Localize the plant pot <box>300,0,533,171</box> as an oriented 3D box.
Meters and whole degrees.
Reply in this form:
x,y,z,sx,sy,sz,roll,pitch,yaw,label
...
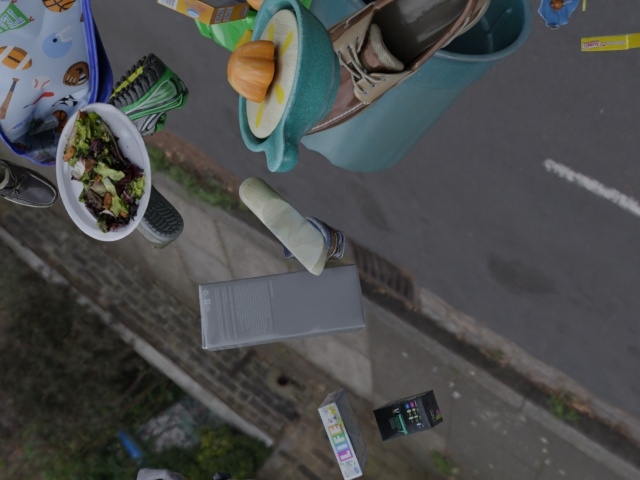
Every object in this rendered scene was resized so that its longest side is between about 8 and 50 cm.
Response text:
x,y,z,sx,sy,sz,roll,pitch,yaw,label
0.105,-0.305,1.346,0.341,0.341,0.334,39,140,5,plant pot

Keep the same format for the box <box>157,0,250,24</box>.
x,y,z,sx,sy,sz,roll,pitch,yaw,label
-0.154,-0.325,1.136,0.081,0.136,0.028,26,113,10,box

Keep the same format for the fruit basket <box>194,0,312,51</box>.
x,y,z,sx,sy,sz,roll,pitch,yaw,label
-0.096,-0.598,1.720,0.283,0.392,0.392,33,157,20,fruit basket

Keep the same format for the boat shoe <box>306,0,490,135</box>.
x,y,z,sx,sy,sz,roll,pitch,yaw,label
0.070,-0.246,1.062,0.123,0.324,0.116,49,-157,-7,boat shoe

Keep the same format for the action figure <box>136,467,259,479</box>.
x,y,z,sx,sy,sz,roll,pitch,yaw,label
-0.143,0.532,1.461,0.330,0.178,0.341,14,-141,-47,action figure

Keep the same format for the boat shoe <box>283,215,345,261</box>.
x,y,z,sx,sy,sz,roll,pitch,yaw,label
0.000,0.000,1.204,0.066,0.066,0.183,5,180,-17,boat shoe

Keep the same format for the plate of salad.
x,y,z,sx,sy,sz,roll,pitch,yaw,label
-0.320,-0.097,1.193,0.200,0.048,0.200,5,100,33,plate of salad

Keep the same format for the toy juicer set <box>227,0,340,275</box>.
x,y,z,sx,sy,sz,roll,pitch,yaw,label
-0.052,-0.139,0.742,0.089,0.329,0.209,8,177,-26,toy juicer set

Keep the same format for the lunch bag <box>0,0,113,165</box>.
x,y,z,sx,sy,sz,roll,pitch,yaw,label
-0.484,-0.356,1.347,0.385,0.239,0.328,101,147,-53,lunch bag

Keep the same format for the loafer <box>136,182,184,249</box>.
x,y,z,sx,sy,sz,roll,pitch,yaw,label
-0.352,-0.078,1.535,0.251,0.094,0.087,51,142,17,loafer

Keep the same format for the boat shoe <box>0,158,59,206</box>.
x,y,z,sx,sy,sz,roll,pitch,yaw,label
-0.435,-0.083,1.148,0.152,0.056,0.049,23,-175,-25,boat shoe

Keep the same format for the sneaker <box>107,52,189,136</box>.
x,y,z,sx,sy,sz,roll,pitch,yaw,label
-0.445,-0.272,1.912,0.343,0.134,0.146,-30,130,28,sneaker

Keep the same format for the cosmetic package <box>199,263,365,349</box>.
x,y,z,sx,sy,sz,roll,pitch,yaw,label
-0.057,0.102,1.251,0.238,0.107,0.127,-5,171,-1,cosmetic package

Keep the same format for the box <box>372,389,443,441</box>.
x,y,z,sx,sy,sz,roll,pitch,yaw,label
0.134,0.267,1.268,0.062,0.083,0.052,-1,-109,-65,box

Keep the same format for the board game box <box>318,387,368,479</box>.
x,y,z,sx,sy,sz,roll,pitch,yaw,label
0.034,0.272,1.186,0.154,0.026,0.103,28,-140,-83,board game box

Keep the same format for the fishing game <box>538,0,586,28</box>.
x,y,z,sx,sy,sz,roll,pitch,yaw,label
0.496,-0.529,1.707,0.041,0.264,0.189,13,107,41,fishing game

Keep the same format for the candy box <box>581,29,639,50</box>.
x,y,z,sx,sy,sz,roll,pitch,yaw,label
0.533,-0.326,1.332,0.105,0.206,0.027,-152,54,-64,candy box
